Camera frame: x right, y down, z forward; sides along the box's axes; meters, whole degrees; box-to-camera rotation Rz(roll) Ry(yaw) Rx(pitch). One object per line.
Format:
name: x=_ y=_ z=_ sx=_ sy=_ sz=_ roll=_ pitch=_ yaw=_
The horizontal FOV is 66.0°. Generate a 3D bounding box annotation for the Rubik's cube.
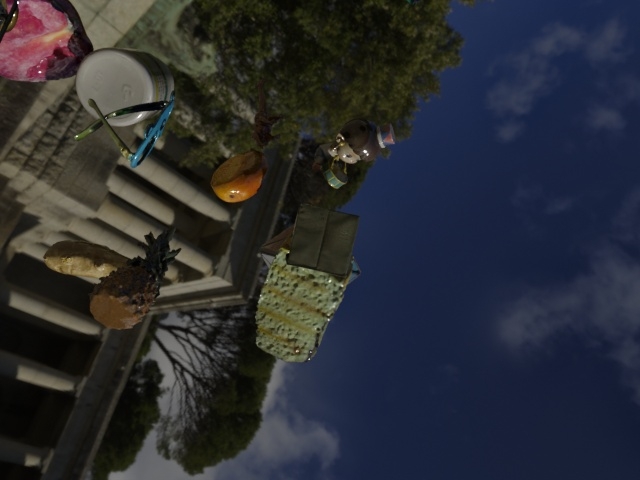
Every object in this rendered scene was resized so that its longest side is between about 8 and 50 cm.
Rubik's cube: x=-0.038 y=0.080 z=1.893 sx=0.259 sy=0.260 sz=0.254 roll=-38 pitch=-156 yaw=-20

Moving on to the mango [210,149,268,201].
mango: x=-0.235 y=-0.197 z=1.496 sx=0.141 sy=0.102 sz=0.217 roll=10 pitch=-131 yaw=29

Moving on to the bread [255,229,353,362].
bread: x=-0.050 y=0.166 z=1.579 sx=0.264 sy=0.239 sz=0.395 roll=-58 pitch=169 yaw=-61

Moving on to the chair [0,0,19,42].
chair: x=-0.714 y=-0.478 z=0.992 sx=0.247 sy=0.158 sz=0.172 roll=-112 pitch=-154 yaw=-51

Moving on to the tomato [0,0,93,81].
tomato: x=-0.802 y=-0.588 z=1.333 sx=0.289 sy=0.335 sz=0.176 roll=-22 pitch=-101 yaw=-1

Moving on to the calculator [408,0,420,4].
calculator: x=0.196 y=-0.710 z=1.211 sx=0.248 sy=0.274 sz=0.058 roll=-39 pitch=170 yaw=-34

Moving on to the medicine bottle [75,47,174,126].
medicine bottle: x=-0.565 y=-0.467 z=1.481 sx=0.208 sy=0.208 sz=0.340 roll=-45 pitch=-164 yaw=13

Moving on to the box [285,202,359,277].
box: x=0.000 y=0.000 z=1.246 sx=0.231 sy=0.155 sz=0.149 roll=125 pitch=-22 yaw=-89

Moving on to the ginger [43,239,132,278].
ginger: x=-0.829 y=0.097 z=1.851 sx=0.166 sy=0.375 sz=0.236 roll=-65 pitch=-170 yaw=-15

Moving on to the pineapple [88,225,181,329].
pineapple: x=-0.503 y=0.100 z=1.410 sx=0.165 sy=0.165 sz=0.364 roll=-35 pitch=-164 yaw=24

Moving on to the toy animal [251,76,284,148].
toy animal: x=-0.188 y=-0.430 z=1.660 sx=0.229 sy=0.066 sz=0.224 roll=37 pitch=-66 yaw=54

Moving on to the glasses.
glasses: x=-0.433 y=-0.253 z=1.106 sx=0.206 sy=0.102 sz=0.239 roll=2 pitch=-137 yaw=9

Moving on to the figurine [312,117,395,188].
figurine: x=0.108 y=-0.294 z=1.581 sx=0.275 sy=0.161 sz=0.158 roll=-34 pitch=-110 yaw=32
